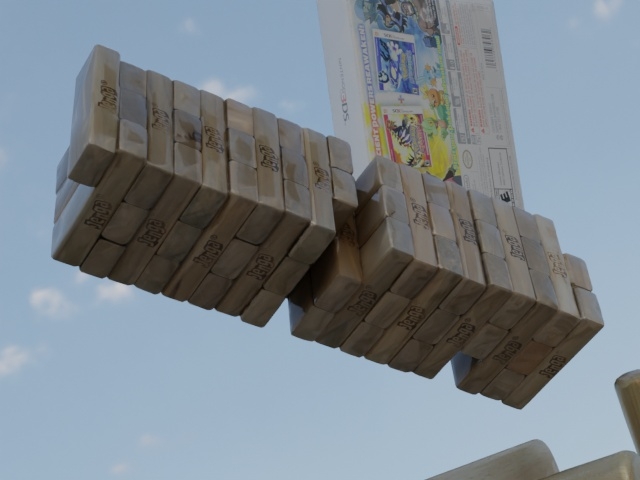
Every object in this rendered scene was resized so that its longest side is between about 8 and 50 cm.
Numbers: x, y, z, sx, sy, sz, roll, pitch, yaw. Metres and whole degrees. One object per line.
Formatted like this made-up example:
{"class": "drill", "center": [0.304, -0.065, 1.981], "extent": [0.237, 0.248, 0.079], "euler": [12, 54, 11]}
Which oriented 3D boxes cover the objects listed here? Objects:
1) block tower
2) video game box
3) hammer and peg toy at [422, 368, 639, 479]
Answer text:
{"class": "block tower", "center": [0.000, 0.000, 0.907], "extent": [0.335, 0.091, 0.097], "euler": [21, -53, -24]}
{"class": "video game box", "center": [0.089, -0.116, 1.331], "extent": [0.187, 0.205, 0.048], "euler": [0, -11, -44]}
{"class": "hammer and peg toy", "center": [0.109, 0.213, 0.685], "extent": [0.127, 0.266, 0.361], "euler": [-24, -9, 26]}
